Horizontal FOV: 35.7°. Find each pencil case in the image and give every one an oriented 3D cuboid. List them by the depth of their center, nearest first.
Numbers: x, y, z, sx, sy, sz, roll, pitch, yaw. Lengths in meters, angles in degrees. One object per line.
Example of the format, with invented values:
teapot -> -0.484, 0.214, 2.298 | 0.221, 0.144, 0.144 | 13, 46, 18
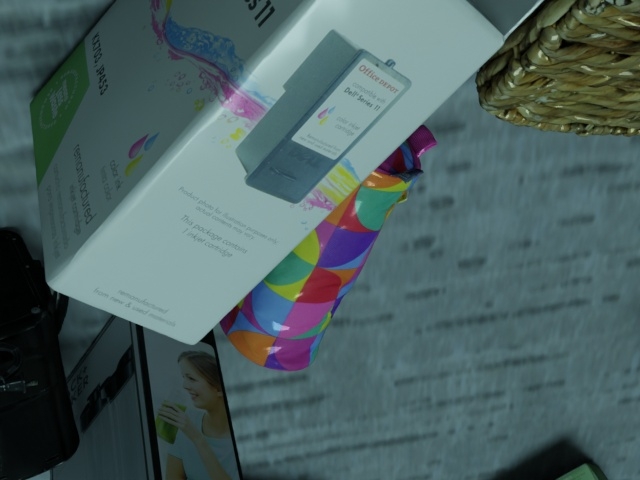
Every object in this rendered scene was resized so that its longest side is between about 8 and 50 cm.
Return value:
pencil case -> 0.000, 0.000, 0.819 | 0.105, 0.104, 0.236 | 12, 126, -27

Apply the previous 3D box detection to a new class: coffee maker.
coffee maker -> -0.258, 0.111, 0.777 | 0.120, 0.171, 0.178 | -2, 129, -5

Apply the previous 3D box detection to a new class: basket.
basket -> 0.253, -0.211, 0.722 | 0.299, 0.222, 0.213 | -2, 163, -17

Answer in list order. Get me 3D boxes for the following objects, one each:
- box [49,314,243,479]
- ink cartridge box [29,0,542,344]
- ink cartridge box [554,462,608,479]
box -> -0.147, 0.204, 0.817 | 0.087, 0.290, 0.169 | 22, 122, -31
ink cartridge box -> -0.029, -0.129, 0.620 | 0.119, 0.207, 0.353 | 30, 114, -38
ink cartridge box -> 0.292, 0.349, 1.252 | 0.171, 0.056, 0.235 | -33, 156, 12
